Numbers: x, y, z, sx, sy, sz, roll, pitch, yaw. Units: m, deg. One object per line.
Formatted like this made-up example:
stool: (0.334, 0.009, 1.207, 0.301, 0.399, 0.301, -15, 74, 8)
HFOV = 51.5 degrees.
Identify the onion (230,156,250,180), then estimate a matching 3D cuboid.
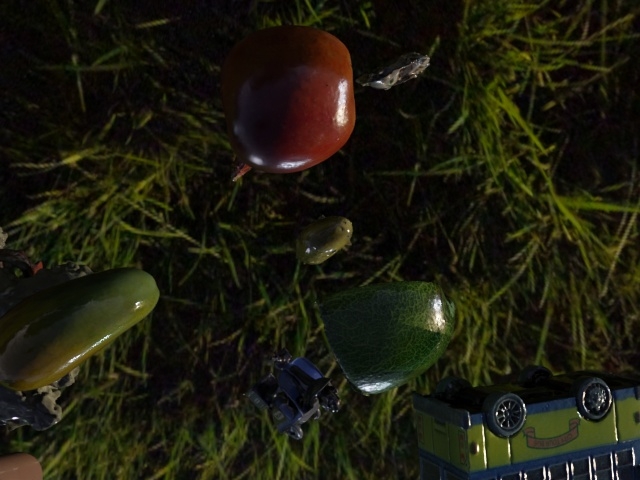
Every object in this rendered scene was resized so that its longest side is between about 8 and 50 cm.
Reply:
onion: (-0.123, -0.306, 1.593, 0.349, 0.159, 0.267, -36, 173, 6)

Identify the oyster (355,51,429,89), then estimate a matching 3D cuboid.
oyster: (0.160, -0.368, 1.447, 0.166, 0.108, 0.053, -24, 93, 4)

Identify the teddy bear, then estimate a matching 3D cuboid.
teddy bear: (-0.570, 0.178, 1.213, 0.358, 0.224, 0.367, 20, 126, 22)

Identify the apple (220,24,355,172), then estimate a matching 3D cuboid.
apple: (-0.049, -0.211, 1.001, 0.202, 0.218, 0.218, -3, 134, 3)

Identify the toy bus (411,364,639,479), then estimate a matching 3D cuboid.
toy bus: (0.299, 0.285, 0.936, 0.313, 0.190, 0.152, -4, 178, -20)

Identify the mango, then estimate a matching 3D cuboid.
mango: (-0.263, 0.089, 0.701, 0.195, 0.091, 0.130, -27, 178, -5)

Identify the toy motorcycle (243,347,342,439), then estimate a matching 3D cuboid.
toy motorcycle: (-0.074, 0.394, 1.727, 0.212, 0.125, 0.358, 45, 146, 4)

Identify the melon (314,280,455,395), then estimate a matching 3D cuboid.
melon: (0.124, 0.152, 1.004, 0.169, 0.129, 0.265, -19, 152, 20)

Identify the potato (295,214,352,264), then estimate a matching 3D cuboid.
potato: (0.000, 0.000, 1.397, 0.105, 0.085, 0.188, -5, 162, -18)

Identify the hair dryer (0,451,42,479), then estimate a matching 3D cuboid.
hair dryer: (-0.384, 0.333, 0.743, 0.064, 0.181, 0.117, 15, 170, 8)
